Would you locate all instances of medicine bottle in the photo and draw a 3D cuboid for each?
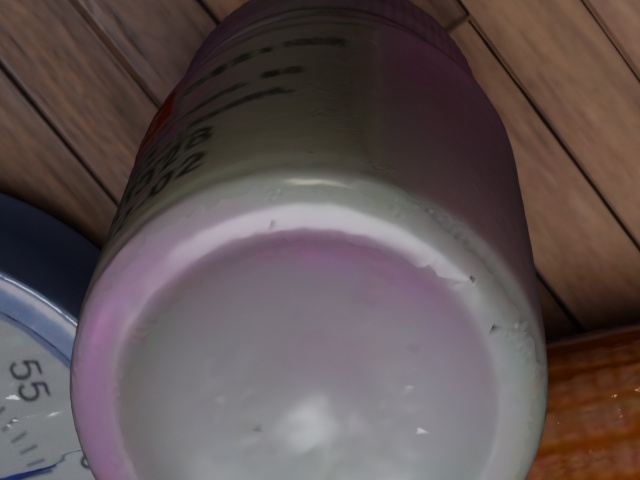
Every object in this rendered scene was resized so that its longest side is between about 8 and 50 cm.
[{"bbox_3d":[0.000,0.000,0.997,0.219,0.388,0.219,1,113,1],"label":"medicine bottle"}]

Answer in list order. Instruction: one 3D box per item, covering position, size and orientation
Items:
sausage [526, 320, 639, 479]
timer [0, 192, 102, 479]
[{"bbox_3d":[0.131,0.176,1.152,0.287,0.233,0.233,-12,111,5],"label":"sausage"},{"bbox_3d":[-0.241,0.146,1.177,0.395,0.173,0.394,1,111,2],"label":"timer"}]
